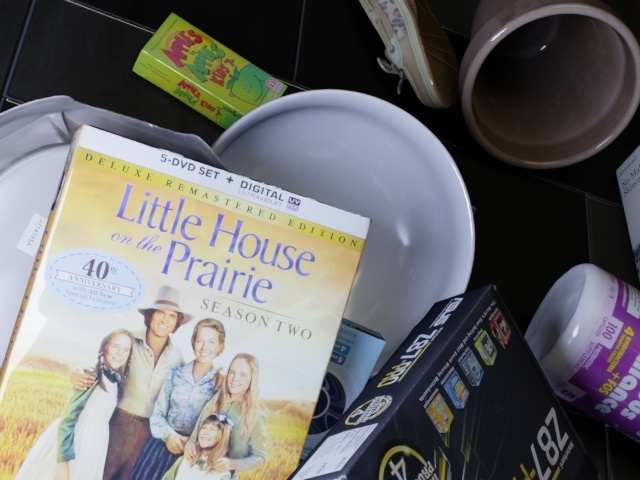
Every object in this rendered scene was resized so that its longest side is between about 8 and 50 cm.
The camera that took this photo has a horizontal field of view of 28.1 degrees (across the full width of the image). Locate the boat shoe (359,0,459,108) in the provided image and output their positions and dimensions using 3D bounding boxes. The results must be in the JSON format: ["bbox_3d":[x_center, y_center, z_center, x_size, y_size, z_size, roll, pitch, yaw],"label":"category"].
[{"bbox_3d":[0.121,-0.303,1.867,0.104,0.089,0.285,18,47,-52],"label":"boat shoe"}]

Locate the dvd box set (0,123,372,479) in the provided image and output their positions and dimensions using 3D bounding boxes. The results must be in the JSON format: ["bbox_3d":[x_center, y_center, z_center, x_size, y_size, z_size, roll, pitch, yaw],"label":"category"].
[{"bbox_3d":[-0.150,0.133,1.238,0.307,0.062,0.421,19,87,-18],"label":"dvd box set"}]

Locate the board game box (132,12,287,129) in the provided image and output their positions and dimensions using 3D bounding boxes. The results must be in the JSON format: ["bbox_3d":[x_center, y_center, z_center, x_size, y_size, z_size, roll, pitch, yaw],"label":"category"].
[{"bbox_3d":[-0.143,-0.212,1.668,0.181,0.043,0.092,32,48,-5],"label":"board game box"}]

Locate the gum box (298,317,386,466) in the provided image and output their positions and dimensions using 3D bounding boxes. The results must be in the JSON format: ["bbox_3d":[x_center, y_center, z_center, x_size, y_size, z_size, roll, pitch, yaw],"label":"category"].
[{"bbox_3d":[-0.040,0.156,1.374,0.157,0.184,0.041,23,6,-13],"label":"gum box"}]

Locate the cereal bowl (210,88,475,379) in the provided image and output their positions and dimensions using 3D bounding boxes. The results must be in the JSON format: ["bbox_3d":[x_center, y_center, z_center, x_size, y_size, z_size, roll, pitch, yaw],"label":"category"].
[{"bbox_3d":[0.000,0.000,1.486,0.338,0.141,0.339,1,85,-12],"label":"cereal bowl"}]

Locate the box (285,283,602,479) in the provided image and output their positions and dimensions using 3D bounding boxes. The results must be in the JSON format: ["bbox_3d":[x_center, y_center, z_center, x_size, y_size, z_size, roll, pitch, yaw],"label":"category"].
[{"bbox_3d":[0.148,0.269,1.282,0.318,0.097,0.395,62,35,-9],"label":"box"}]

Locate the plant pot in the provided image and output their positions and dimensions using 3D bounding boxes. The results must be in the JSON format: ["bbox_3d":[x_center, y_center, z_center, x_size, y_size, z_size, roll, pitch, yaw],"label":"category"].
[{"bbox_3d":[0.312,-0.272,1.855,0.263,0.263,0.229,15,34,-19],"label":"plant pot"}]

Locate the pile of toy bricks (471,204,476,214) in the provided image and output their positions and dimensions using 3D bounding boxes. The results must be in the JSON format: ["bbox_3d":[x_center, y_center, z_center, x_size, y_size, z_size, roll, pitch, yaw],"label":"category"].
[{"bbox_3d":[0.125,-0.069,1.686,0.212,0.118,0.105,37,14,12],"label":"pile of toy bricks"}]

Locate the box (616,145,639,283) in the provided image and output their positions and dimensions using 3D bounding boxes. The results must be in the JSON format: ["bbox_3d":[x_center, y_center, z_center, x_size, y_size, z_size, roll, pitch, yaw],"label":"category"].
[{"bbox_3d":[0.515,-0.014,1.847,0.094,0.113,0.275,12,51,-20],"label":"box"}]

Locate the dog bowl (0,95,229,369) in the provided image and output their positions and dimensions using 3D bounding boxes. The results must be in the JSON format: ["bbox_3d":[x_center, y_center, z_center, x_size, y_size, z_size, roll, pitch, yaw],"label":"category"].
[{"bbox_3d":[-0.242,0.028,1.291,0.348,0.102,0.349,0,92,-18],"label":"dog bowl"}]

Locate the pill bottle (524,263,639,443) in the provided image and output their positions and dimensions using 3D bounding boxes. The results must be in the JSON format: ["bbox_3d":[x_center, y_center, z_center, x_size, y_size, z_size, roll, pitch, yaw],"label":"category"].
[{"bbox_3d":[0.419,0.170,1.616,0.301,0.169,0.169,29,48,-7],"label":"pill bottle"}]
